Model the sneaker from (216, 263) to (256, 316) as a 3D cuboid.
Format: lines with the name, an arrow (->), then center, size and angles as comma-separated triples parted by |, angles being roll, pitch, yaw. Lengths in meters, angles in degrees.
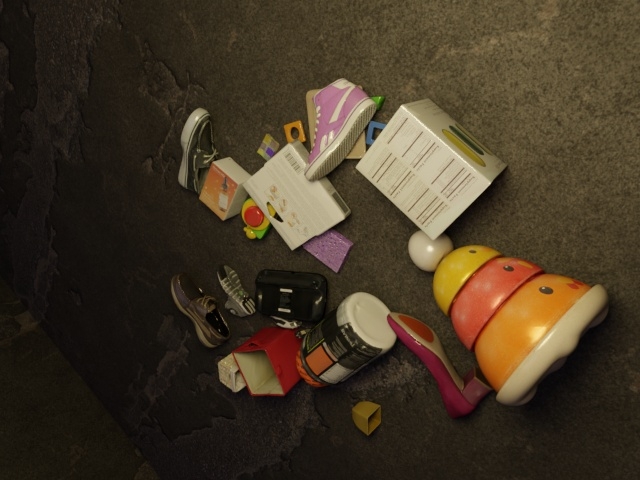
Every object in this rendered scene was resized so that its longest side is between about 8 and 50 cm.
sneaker -> -0.360, 0.212, 1.774 | 0.132, 0.086, 0.228 | -33, 91, 41

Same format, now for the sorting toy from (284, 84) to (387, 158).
sorting toy -> 0.048, -0.336, 1.289 | 0.348, 0.047, 0.196 | 7, 109, 31

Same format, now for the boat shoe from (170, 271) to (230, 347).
boat shoe -> -0.484, 0.278, 1.872 | 0.130, 0.132, 0.355 | -21, 106, 28

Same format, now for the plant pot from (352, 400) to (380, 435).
plant pot -> 0.159, 0.626, 1.610 | 0.083, 0.081, 0.081 | 16, 119, 39

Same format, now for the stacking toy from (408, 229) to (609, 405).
stacking toy -> 0.401, 0.129, 1.128 | 0.480, 0.350, 0.350 | 42, 128, 31

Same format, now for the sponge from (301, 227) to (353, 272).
sponge -> 0.000, 0.000, 1.473 | 0.210, 0.031, 0.117 | 36, 126, 16

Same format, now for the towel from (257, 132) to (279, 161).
towel -> -0.171, -0.303, 1.470 | 0.060, 0.009, 0.083 | 45, 127, 9

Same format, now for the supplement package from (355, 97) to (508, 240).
supplement package -> 0.273, -0.182, 1.104 | 0.263, 0.199, 0.198 | 45, 127, 10

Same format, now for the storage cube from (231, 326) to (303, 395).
storage cube -> -0.175, 0.442, 1.679 | 0.183, 0.193, 0.215 | -15, 100, 37

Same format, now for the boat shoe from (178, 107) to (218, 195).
boat shoe -> -0.413, -0.303, 1.580 | 0.119, 0.121, 0.335 | 32, 136, 9

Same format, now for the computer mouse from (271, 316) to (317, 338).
computer mouse -> -0.107, 0.305, 1.645 | 0.193, 0.106, 0.042 | 20, 113, 36

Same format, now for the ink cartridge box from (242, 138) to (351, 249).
ink cartridge box -> -0.077, -0.133, 1.391 | 0.239, 0.060, 0.275 | -31, 99, 37

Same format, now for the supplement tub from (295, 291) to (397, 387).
supplement tub -> 0.072, 0.334, 1.458 | 0.207, 0.207, 0.338 | 48, 128, 7

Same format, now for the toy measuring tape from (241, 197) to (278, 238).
toy measuring tape -> -0.175, -0.140, 1.486 | 0.121, 0.121, 0.330 | 41, 118, 12

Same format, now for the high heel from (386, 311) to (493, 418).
high heel -> 0.320, 0.384, 1.358 | 0.377, 0.127, 0.181 | 40, 116, 9

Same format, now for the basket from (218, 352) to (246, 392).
basket -> -0.325, 0.515, 1.830 | 0.103, 0.167, 0.113 | 16, 118, 33

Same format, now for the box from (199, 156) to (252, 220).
box -> -0.330, -0.182, 1.577 | 0.130, 0.091, 0.170 | 41, 127, 13

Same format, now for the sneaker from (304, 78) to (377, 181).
sneaker -> 0.017, -0.307, 1.236 | 0.161, 0.102, 0.282 | 46, 114, 16

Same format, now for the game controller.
game controller -> -0.112, 0.191, 1.581 | 0.319, 0.067, 0.166 | 2, 92, 37
